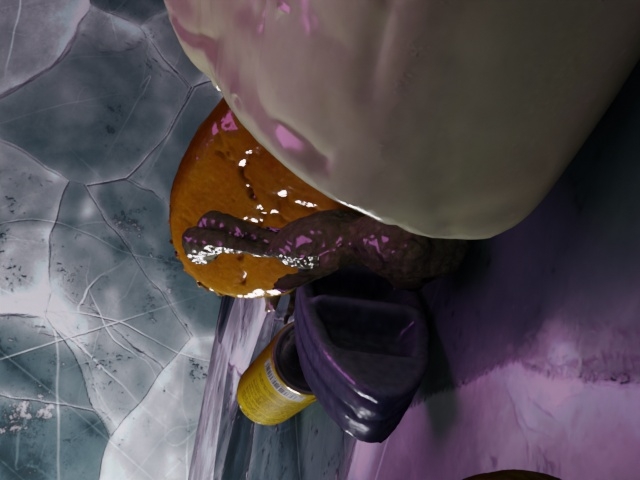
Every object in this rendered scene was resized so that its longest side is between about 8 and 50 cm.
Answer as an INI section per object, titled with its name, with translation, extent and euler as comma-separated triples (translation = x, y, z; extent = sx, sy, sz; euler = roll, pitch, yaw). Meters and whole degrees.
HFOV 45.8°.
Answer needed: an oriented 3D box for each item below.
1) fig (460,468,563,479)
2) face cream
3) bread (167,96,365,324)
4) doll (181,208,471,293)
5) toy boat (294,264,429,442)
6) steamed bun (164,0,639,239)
[fig]
translation = 0.122, 0.198, 0.324
extent = 0.245, 0.149, 0.149
euler = 19, 97, 59
[face cream]
translation = -0.058, 0.209, 1.122
extent = 0.348, 0.105, 0.104
euler = 126, 154, -63
[bread]
translation = -0.050, -0.067, 0.939
extent = 0.183, 0.236, 0.388
euler = -31, -17, -50
[doll]
translation = -0.006, 0.004, 0.715
extent = 0.202, 0.286, 0.091
euler = -69, -28, -76
[toy boat]
translation = 0.037, 0.085, 0.737
extent = 0.283, 0.127, 0.078
euler = -100, 23, -63
[steamed bun]
translation = 0.067, -0.239, 0.516
extent = 0.455, 0.290, 0.371
euler = -116, 35, -42
